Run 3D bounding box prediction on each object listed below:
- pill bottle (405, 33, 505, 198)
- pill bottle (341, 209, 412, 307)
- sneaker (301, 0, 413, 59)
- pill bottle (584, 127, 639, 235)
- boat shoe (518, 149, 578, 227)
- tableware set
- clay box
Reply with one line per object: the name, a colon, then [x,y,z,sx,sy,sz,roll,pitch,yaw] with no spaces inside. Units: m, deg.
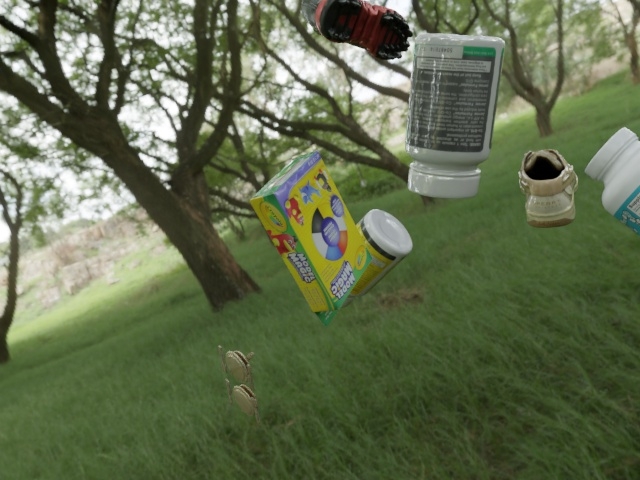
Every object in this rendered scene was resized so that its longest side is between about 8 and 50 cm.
pill bottle: [0.307,-0.292,1.363,0.204,0.361,0.204,3,18,-1]
pill bottle: [0.084,0.043,1.215,0.208,0.119,0.119,-48,-13,31]
sneaker: [0.071,-0.434,1.147,0.276,0.135,0.098,-1,-57,-46]
pill bottle: [0.549,-0.061,0.895,0.146,0.264,0.146,-37,-23,-18]
boat shoe: [0.489,-0.143,1.238,0.121,0.110,0.341,-8,23,19]
tableware set: [-0.190,0.353,1.446,0.039,0.194,0.128,-28,35,-37]
clay box: [0.000,0.000,0.825,0.053,0.222,0.127,-12,27,38]
